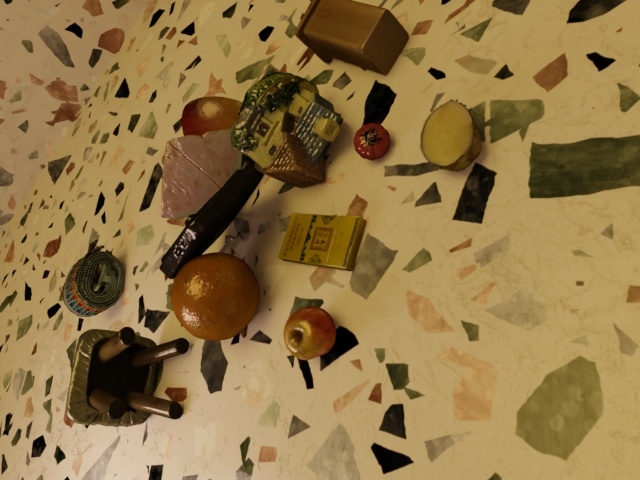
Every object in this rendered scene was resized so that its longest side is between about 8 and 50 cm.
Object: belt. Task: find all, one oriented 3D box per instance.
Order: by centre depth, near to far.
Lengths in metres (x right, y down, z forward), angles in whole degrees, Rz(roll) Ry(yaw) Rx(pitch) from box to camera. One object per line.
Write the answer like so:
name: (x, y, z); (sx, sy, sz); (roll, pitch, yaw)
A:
belt: (-0.933, 0.166, 2.184); (0.160, 0.207, 0.295); (-28, 40, 35)

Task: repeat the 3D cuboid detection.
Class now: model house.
model house: (-0.089, -0.331, 1.617); (0.266, 0.261, 0.321); (45, 109, 41)

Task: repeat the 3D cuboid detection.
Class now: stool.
stool: (-0.621, 0.443, 1.708); (0.226, 0.310, 0.310); (-16, 64, 36)

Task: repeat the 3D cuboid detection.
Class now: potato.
potato: (0.341, -0.258, 1.327); (0.164, 0.081, 0.200); (-41, 46, 31)

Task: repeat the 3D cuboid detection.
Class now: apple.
apple: (-0.025, 0.245, 1.399); (0.146, 0.146, 0.146); (-18, 60, 35)
apple: (-0.413, -0.419, 2.017); (0.346, 0.179, 0.254); (-13, 101, 38)

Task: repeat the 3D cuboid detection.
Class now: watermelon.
watermelon: (-0.425, -0.264, 1.847); (0.222, 0.292, 0.319); (-115, 24, -59)

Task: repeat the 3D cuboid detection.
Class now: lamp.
lamp: (0.148, -0.283, 1.499); (0.107, 0.092, 0.107); (-1, 79, 6)

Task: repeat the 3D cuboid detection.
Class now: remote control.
remote control: (-0.206, -0.601, 1.966); (0.122, 0.074, 0.032); (-56, 43, 9)

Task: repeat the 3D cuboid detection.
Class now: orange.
orange: (-0.318, 0.171, 1.587); (0.274, 0.274, 0.274); (-18, 60, 35)

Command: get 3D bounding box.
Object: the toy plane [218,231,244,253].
toy plane: (-0.370, 0.089, 1.779); (0.273, 0.107, 0.182); (-46, 35, 20)

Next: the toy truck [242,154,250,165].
toy truck: (-0.254, -0.321, 1.896); (0.154, 0.078, 0.080); (-40, 56, 4)

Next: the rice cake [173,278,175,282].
rice cake: (-0.478, 0.202, 1.869); (0.057, 0.052, 0.256); (-27, 50, -6)

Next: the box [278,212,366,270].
box: (-0.001, 0.000, 1.542); (0.279, 0.041, 0.153); (6, 74, 43)

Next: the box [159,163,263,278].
box: (-0.344, -0.061, 1.642); (0.350, 0.091, 0.359); (-44, 7, 46)

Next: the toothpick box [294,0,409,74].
toothpick box: (0.103, -0.653, 1.649); (0.308, 0.187, 0.190); (35, 95, 41)
